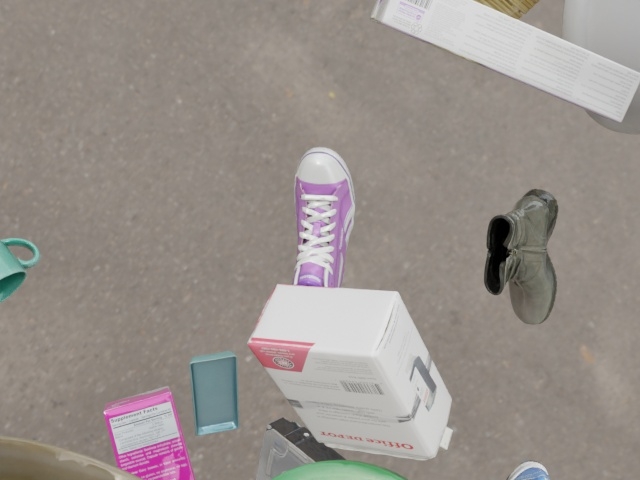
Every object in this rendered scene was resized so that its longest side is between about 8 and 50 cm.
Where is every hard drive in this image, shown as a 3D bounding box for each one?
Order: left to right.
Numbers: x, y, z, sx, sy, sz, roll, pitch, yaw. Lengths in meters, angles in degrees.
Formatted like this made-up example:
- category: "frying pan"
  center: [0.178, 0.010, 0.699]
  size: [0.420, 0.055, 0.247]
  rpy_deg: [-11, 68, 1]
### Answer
- category: "hard drive"
  center: [0.016, 0.498, 1.792]
  size: [0.064, 0.237, 0.339]
  rpy_deg: [-16, 38, -43]

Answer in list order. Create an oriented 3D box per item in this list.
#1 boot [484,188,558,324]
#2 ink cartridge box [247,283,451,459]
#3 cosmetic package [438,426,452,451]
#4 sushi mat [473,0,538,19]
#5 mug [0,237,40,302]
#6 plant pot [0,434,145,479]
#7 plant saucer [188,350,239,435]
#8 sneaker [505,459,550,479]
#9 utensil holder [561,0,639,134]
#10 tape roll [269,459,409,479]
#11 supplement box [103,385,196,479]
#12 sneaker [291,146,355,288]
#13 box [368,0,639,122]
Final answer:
- category: "boot"
  center: [0.304, 0.048, 1.590]
  size: [0.083, 0.246, 0.161]
  rpy_deg: [16, 33, 35]
- category: "ink cartridge box"
  center: [0.040, 0.150, 1.135]
  size: [0.092, 0.159, 0.218]
  rpy_deg: [-65, 144, -34]
- category: "cosmetic package"
  center: [0.189, 0.367, 1.873]
  size: [0.060, 0.115, 0.041]
  rpy_deg: [31, 61, -16]
- category: "sushi mat"
  center: [0.179, -0.363, 1.309]
  size: [0.316, 0.151, 0.019]
  rpy_deg: [22, 36, -45]
- category: "mug"
  center: [-0.573, 0.052, 1.711]
  size: [0.097, 0.129, 0.158]
  rpy_deg: [50, 31, 7]
- category: "plant pot"
  center: [-0.285, 0.390, 1.001]
  size: [0.323, 0.323, 0.280]
  rpy_deg: [22, 91, -24]
- category: "plant saucer"
  center: [-0.152, 0.220, 1.442]
  size: [0.067, 0.192, 0.018]
  rpy_deg: [-8, 51, -11]
- category: "sneaker"
  center: [0.332, 0.487, 1.796]
  size: [0.080, 0.211, 0.081]
  rpy_deg: [36, 2, -5]
- category: "utensil holder"
  center: [0.562, -0.273, 1.273]
  size: [0.328, 0.385, 0.327]
  rpy_deg: [-11, 109, -33]
- category: "tape roll"
  center: [0.024, 0.438, 1.258]
  size: [0.321, 0.321, 0.077]
  rpy_deg: [58, 2, 14]
- category: "supplement box"
  center: [-0.261, 0.352, 1.587]
  size: [0.114, 0.111, 0.220]
  rpy_deg: [-14, 89, -11]
- category: "sneaker"
  center: [0.001, 0.000, 1.631]
  size: [0.102, 0.282, 0.161]
  rpy_deg: [1, 23, 7]
- category: "box"
  center: [0.215, -0.224, 1.165]
  size: [0.324, 0.067, 0.063]
  rpy_deg: [18, 12, -15]
